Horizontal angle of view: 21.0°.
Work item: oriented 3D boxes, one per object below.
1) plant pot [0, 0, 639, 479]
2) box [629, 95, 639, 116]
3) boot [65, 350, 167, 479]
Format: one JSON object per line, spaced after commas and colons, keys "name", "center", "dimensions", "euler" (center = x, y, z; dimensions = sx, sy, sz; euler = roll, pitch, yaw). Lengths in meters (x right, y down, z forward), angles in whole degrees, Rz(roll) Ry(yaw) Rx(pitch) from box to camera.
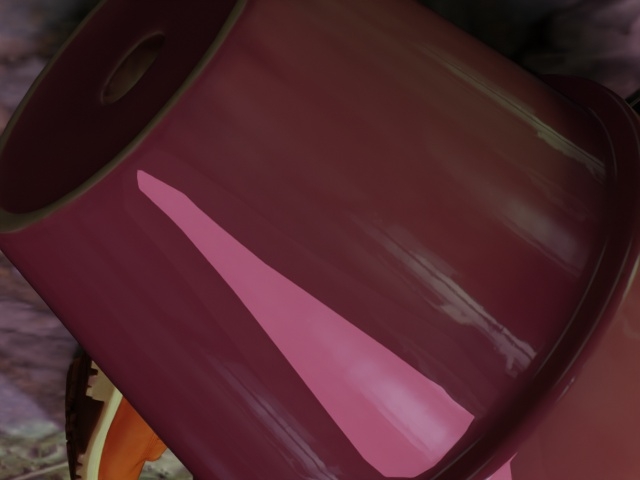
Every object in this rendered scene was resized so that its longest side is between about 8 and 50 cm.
{"name": "plant pot", "center": [0.000, 0.000, 0.553], "dimensions": [0.201, 0.201, 0.180], "euler": [-33, 121, 31]}
{"name": "box", "center": [0.270, -0.004, 0.671], "dimensions": [0.307, 0.077, 0.242], "euler": [21, 136, -32]}
{"name": "boot", "center": [-0.066, 0.068, 0.735], "dimensions": [0.084, 0.059, 0.158], "euler": [1, 142, -18]}
